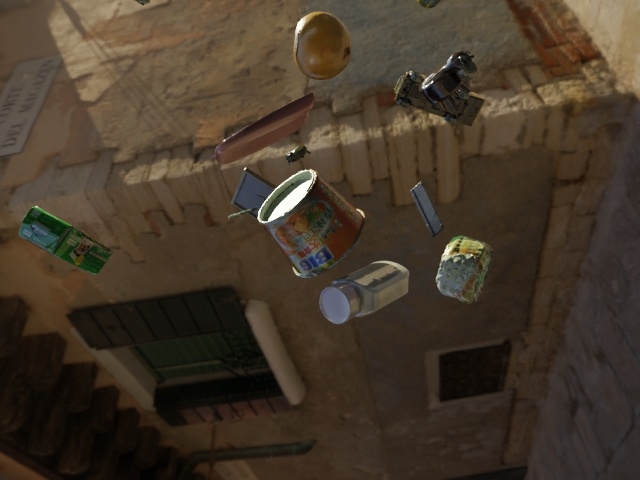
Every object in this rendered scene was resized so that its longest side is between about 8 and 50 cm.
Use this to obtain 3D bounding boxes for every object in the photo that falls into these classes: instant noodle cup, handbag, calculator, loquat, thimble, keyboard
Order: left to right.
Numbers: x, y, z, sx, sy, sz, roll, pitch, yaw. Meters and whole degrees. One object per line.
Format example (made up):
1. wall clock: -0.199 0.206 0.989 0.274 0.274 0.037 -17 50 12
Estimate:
1. calculator: -0.161 -0.301 1.489 0.048 0.329 0.220 60 171 -1
2. handbag: -0.105 -0.376 2.310 0.072 0.111 0.047 42 164 49
3. instant noodle cup: -0.037 -0.064 1.598 0.214 0.296 0.296 48 -160 -24
4. loquat: 0.001 -0.789 2.151 0.263 0.262 0.263 -9 -90 -85
5. keyboard: 0.361 -0.106 1.788 0.060 0.018 0.196 -46 54 42
6. thimble: 0.577 0.114 2.113 0.288 0.167 0.254 19 -91 -66

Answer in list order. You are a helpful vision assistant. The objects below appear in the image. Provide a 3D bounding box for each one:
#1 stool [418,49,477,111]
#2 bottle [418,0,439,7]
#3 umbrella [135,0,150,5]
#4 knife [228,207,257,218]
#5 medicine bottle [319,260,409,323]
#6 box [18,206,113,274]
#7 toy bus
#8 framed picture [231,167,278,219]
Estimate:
1. stool: 0.377 -0.459 1.522 0.121 0.217 0.125 44 -127 -14
2. bottle: 0.353 -0.756 1.514 0.286 0.082 0.082 -142 42 -82
3. umbrella: -0.563 -0.724 1.526 0.062 0.143 0.067 4 93 52
4. knife: -0.305 -0.107 2.055 0.210 0.028 0.015 -26 -54 -63
5. medicine bottle: 0.128 0.145 1.525 0.296 0.161 0.111 -17 -69 -51
6. box: -0.791 0.006 1.649 0.103 0.180 0.250 -61 -18 -12
7. toy bus: 0.418 -0.514 1.892 0.123 0.335 0.121 -109 36 -52
8. framed picture: -0.242 -0.161 2.189 0.020 0.240 0.324 -61 5 -27
